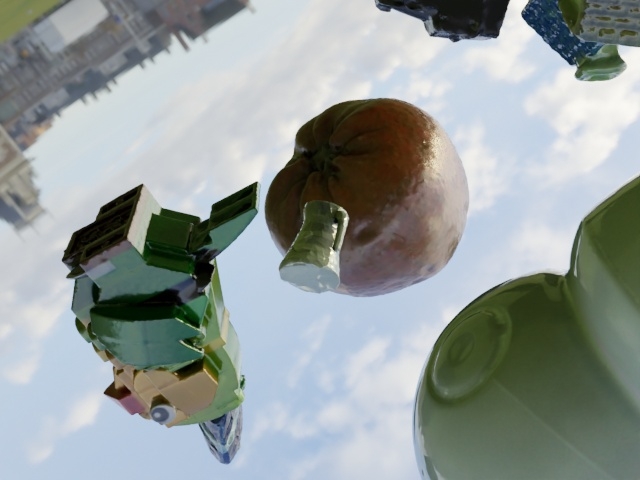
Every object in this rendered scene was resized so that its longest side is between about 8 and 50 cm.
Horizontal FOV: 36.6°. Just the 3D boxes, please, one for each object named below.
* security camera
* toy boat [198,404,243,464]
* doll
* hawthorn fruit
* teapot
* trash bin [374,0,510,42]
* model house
[{"bbox_3d":[0.164,0.098,0.551,0.236,0.194,0.194,-47,-166,23],"label":"security camera"},{"bbox_3d":[-0.153,0.182,1.411,0.070,0.210,0.291,-7,-161,-2],"label":"toy boat"},{"bbox_3d":[-0.105,0.050,0.684,0.134,0.186,0.106,-2,-149,-2],"label":"doll"},{"bbox_3d":[0.087,-0.043,1.326,0.277,0.298,0.277,-23,-130,31],"label":"hawthorn fruit"},{"bbox_3d":[0.000,0.000,0.878,0.067,0.057,0.083,-28,-141,46],"label":"teapot"},{"bbox_3d":[-0.009,-0.270,0.635,0.301,0.252,0.203,5,-170,-3],"label":"trash bin"},{"bbox_3d":[0.285,-0.251,0.890,0.195,0.189,0.214,6,173,-8],"label":"model house"}]
